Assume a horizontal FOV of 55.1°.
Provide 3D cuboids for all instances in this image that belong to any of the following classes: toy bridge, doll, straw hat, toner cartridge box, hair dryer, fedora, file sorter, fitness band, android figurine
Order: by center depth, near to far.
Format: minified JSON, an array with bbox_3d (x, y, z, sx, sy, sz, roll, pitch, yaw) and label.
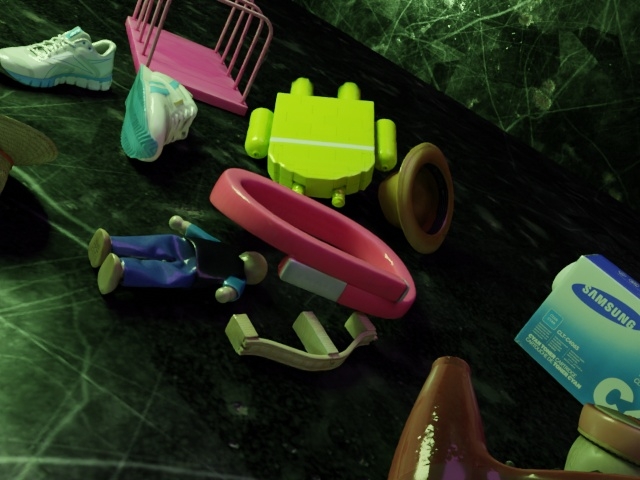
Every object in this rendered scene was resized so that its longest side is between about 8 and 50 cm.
[{"bbox_3d":[0.158,0.201,0.472,0.224,0.080,0.293,-18,38,-18],"label":"hair dryer"},{"bbox_3d":[-0.323,-0.071,0.565,0.144,0.144,0.061,14,70,-31],"label":"straw hat"},{"bbox_3d":[-0.133,0.020,0.626,0.189,0.046,0.129,6,35,-41],"label":"doll"},{"bbox_3d":[-0.005,0.104,0.633,0.188,0.026,0.063,5,37,-43],"label":"toy bridge"},{"bbox_3d":[0.000,0.000,0.752,0.291,0.054,0.209,25,17,-30],"label":"fitness band"},{"bbox_3d":[0.442,0.189,0.799,0.075,0.165,0.348,-1,38,-48],"label":"toner cartridge box"},{"bbox_3d":[0.003,-0.162,0.999,0.248,0.056,0.273,4,51,-3],"label":"android figurine"},{"bbox_3d":[0.154,-0.069,1.020,0.079,0.194,0.194,3,7,36],"label":"fedora"},{"bbox_3d":[-0.229,-0.404,1.151,0.202,0.182,0.290,14,29,-31],"label":"file sorter"}]

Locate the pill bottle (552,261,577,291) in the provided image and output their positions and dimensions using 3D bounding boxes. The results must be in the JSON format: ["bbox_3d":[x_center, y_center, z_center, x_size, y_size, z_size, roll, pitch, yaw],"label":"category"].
[{"bbox_3d":[0.482,0.129,1.007,0.117,0.117,0.215,14,30,-32],"label":"pill bottle"}]

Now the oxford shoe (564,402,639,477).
[{"bbox_3d":[0.402,0.290,0.627,0.348,0.130,0.123,25,0,0],"label":"oxford shoe"}]

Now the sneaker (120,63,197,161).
[{"bbox_3d":[-0.220,-0.176,0.852,0.092,0.087,0.228,21,28,-24],"label":"sneaker"}]

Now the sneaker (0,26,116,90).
[{"bbox_3d":[-0.366,-0.262,0.858,0.071,0.083,0.191,39,27,15],"label":"sneaker"}]
